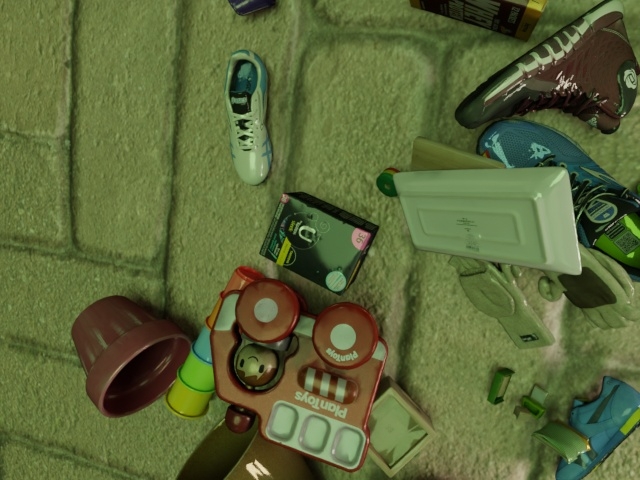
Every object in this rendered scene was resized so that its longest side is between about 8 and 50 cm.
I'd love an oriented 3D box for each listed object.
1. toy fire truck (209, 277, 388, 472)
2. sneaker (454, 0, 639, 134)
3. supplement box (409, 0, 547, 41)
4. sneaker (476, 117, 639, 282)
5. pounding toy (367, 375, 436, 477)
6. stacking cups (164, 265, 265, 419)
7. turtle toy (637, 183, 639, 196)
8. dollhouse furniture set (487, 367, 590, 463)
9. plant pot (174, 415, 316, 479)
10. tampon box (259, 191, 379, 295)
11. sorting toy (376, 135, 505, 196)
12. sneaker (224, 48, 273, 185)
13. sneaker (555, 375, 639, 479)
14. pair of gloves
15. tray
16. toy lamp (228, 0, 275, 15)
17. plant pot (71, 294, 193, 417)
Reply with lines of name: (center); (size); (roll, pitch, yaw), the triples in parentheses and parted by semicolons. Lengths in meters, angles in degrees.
toy fire truck: (-0.045, 0.210, 0.713); (0.303, 0.169, 0.253); (16, 80, 6)
sneaker: (0.335, -0.196, 0.596); (0.282, 0.106, 0.162); (-35, 96, -5)
supplement box: (0.247, -0.420, 0.608); (0.194, 0.129, 0.191); (24, 104, 13)
sneaker: (0.369, -0.063, 0.613); (0.330, 0.147, 0.129); (40, 106, 10)
pounding toy: (0.127, 0.343, 0.780); (0.130, 0.100, 0.141); (-45, 86, 3)
stacking cups: (-0.200, 0.200, 0.847); (0.096, 0.096, 0.316); (32, 105, 10)
turtle toy: (0.519, -0.050, 0.611); (0.130, 0.066, 0.095); (36, 80, 9)
dollhouse furniture set: (0.348, 0.269, 0.687); (0.152, 0.076, 0.058); (30, 112, 47)
plant pot: (-0.104, 0.472, 0.805); (0.237, 0.237, 0.254); (-40, 99, 18)
tampon box: (0.000, 0.000, 0.755); (0.161, 0.101, 0.120); (25, 105, 12)
sorting toy: (0.213, -0.088, 0.654); (0.275, 0.046, 0.132); (27, 147, 27)
sneaker: (-0.135, -0.216, 0.775); (0.085, 0.086, 0.236); (0, 99, 15)
sneaker: (0.432, 0.309, 0.698); (0.082, 0.069, 0.209); (44, 120, 41)
pair of gloves: (0.315, 0.061, 0.637); (0.204, 0.042, 0.240); (45, 151, 5)
tray: (0.210, -0.028, 0.608); (0.271, 0.030, 0.145); (10, 128, 54)
toy lamp: (-0.035, -0.468, 0.714); (0.275, 0.080, 0.080); (-26, 90, 17)
plant pot: (-0.389, 0.213, 0.865); (0.180, 0.201, 0.201); (37, 107, 24)
